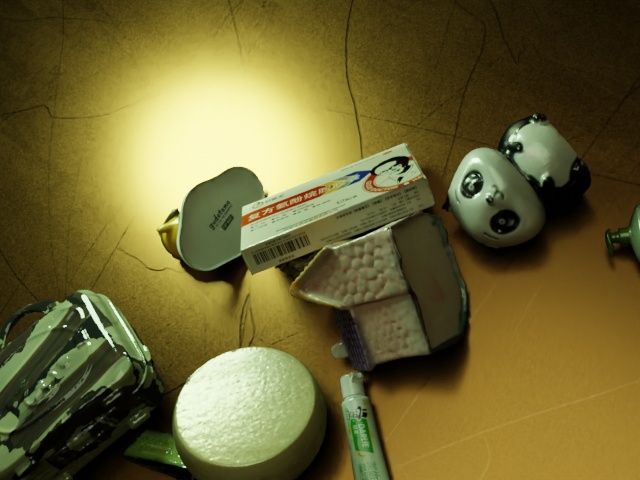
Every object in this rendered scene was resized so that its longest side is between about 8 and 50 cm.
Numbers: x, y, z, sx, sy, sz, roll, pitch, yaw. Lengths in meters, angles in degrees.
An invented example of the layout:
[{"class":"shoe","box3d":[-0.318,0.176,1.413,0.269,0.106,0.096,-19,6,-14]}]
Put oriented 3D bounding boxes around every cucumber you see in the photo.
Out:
[{"class":"cucumber","box3d":[-0.251,0.404,1.518,0.211,0.062,0.078,5,36,27]}]

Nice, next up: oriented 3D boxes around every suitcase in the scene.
[{"class":"suitcase","box3d":[-0.494,0.266,1.587,0.352,0.194,0.339,-39,54,-3]}]

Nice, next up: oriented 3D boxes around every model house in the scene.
[{"class":"model house","box3d":[0.106,0.095,1.479,0.238,0.202,0.236,-18,93,32]}]

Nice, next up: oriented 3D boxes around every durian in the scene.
[{"class":"durian","box3d":[0.007,0.011,1.607,0.224,0.078,0.140,-31,28,-22]}]

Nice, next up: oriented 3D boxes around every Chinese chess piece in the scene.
[{"class":"Chinese chess piece","box3d":[-0.123,0.310,1.447,0.274,0.102,0.273,-6,44,6]}]

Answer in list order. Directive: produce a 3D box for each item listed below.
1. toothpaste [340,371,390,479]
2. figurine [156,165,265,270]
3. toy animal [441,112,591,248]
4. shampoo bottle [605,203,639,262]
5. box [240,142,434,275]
[{"class":"toothpaste","box3d":[0.081,0.381,1.421,0.058,0.056,0.314,-40,53,45]},{"class":"figurine","box3d":[-0.232,-0.036,1.706,0.141,0.166,0.250,-15,26,52]},{"class":"toy animal","box3d":[0.343,-0.095,1.488,0.235,0.165,0.187,-36,77,-3]},{"class":"shampoo bottle","box3d":[0.602,-0.016,1.408,0.234,0.087,0.118,-6,67,16]},{"class":"box","box3d":[0.023,-0.064,1.567,0.353,0.069,0.214,-20,24,4]}]
